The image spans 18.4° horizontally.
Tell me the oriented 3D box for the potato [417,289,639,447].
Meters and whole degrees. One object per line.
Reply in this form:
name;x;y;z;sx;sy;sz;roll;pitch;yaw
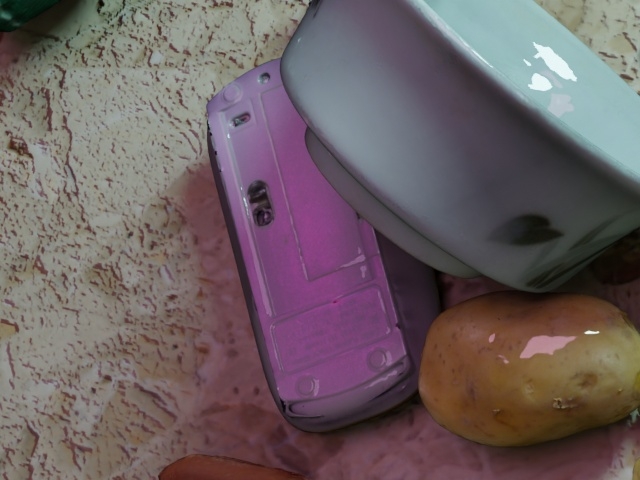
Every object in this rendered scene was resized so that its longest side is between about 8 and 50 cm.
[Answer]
potato;0.157;0.094;1.460;0.178;0.109;0.118;-7;102;20

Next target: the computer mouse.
computer mouse;0.000;0.000;1.584;0.158;0.072;0.310;-22;70;18

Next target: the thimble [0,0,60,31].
thimble;-0.296;-0.327;1.736;0.167;0.254;0.288;-29;36;7

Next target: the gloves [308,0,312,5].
gloves;0.050;-0.173;1.628;0.114;0.070;0.153;-33;76;14

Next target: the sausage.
sausage;-0.064;0.207;1.539;0.141;0.076;0.076;5;73;26

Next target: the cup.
cup;0.104;-0.085;1.448;0.163;0.347;0.347;-51;59;18

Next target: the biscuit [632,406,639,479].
biscuit;0.305;0.151;1.428;0.162;0.035;0.250;40;88;25
